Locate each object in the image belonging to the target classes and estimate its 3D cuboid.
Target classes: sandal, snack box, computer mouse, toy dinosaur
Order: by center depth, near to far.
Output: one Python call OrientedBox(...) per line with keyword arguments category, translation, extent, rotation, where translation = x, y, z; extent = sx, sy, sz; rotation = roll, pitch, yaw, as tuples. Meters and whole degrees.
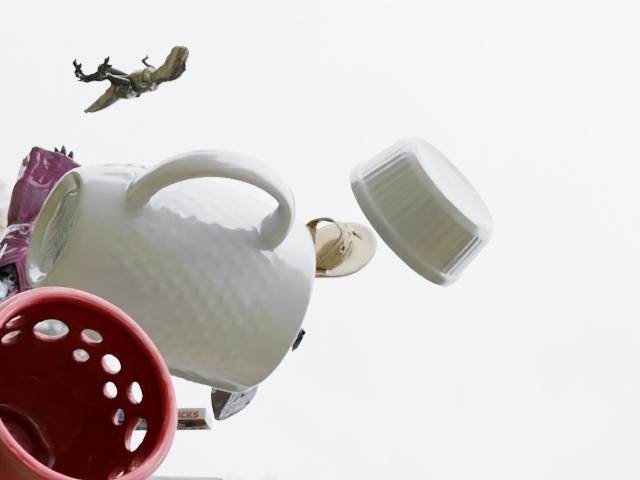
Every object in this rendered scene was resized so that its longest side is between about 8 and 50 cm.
OrientedBox(category="sandal", translation=(0.003, 0.005, 1.546), extent=(0.088, 0.240, 0.079), rotation=(62, -36, 20))
OrientedBox(category="snack box", translation=(-0.258, 0.273, 1.641), extent=(0.178, 0.022, 0.064), rotation=(-1, -24, 3))
OrientedBox(category="toy dinosaur", translation=(-0.342, -0.265, 1.794), extent=(0.268, 0.064, 0.118), rotation=(-17, -26, 34))
OrientedBox(category="computer mouse", translation=(-0.126, 0.235, 2.043), extent=(0.060, 0.184, 0.262), rotation=(50, -33, 21))

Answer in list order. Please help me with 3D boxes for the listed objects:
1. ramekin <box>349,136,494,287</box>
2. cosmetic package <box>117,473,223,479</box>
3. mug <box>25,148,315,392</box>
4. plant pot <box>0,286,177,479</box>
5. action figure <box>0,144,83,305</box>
OrientedBox(category="ramekin", translation=(0.186, -0.061, 1.878), extent=(0.127, 0.273, 0.273), rotation=(-42, -91, 21))
OrientedBox(category="cosmetic package", translation=(-0.354, 0.511, 1.842), extent=(0.366, 0.196, 0.155), rotation=(6, -35, -15))
OrientedBox(category="mug", translation=(-0.189, 0.010, 1.453), extent=(0.328, 0.276, 0.374), rotation=(22, -47, -30))
OrientedBox(category="plant pot", translation=(-0.249, 0.159, 0.936), extent=(0.174, 0.191, 0.191), rotation=(-36, -86, 37))
OrientedBox(category="action figure", translation=(-0.499, 0.013, 1.807), extent=(0.248, 0.370, 0.275), rotation=(29, -46, -3))
